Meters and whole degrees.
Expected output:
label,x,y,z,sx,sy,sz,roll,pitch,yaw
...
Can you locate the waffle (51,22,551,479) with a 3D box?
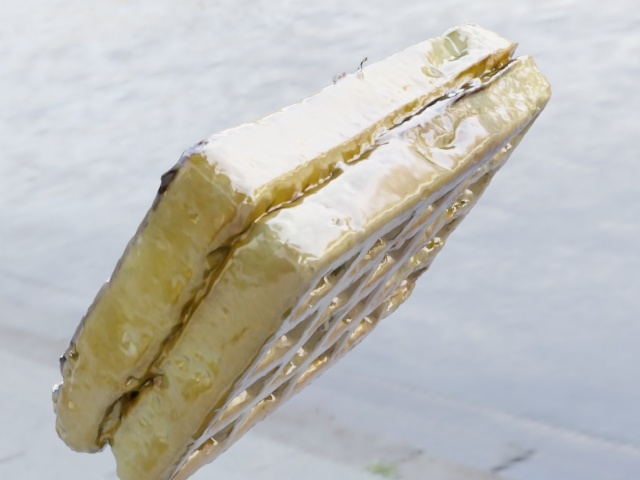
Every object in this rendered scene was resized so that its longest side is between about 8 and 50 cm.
label,x,y,z,sx,sy,sz,roll,pitch,yaw
waffle,0.000,0.000,0.985,0.098,0.224,0.328,44,36,11
